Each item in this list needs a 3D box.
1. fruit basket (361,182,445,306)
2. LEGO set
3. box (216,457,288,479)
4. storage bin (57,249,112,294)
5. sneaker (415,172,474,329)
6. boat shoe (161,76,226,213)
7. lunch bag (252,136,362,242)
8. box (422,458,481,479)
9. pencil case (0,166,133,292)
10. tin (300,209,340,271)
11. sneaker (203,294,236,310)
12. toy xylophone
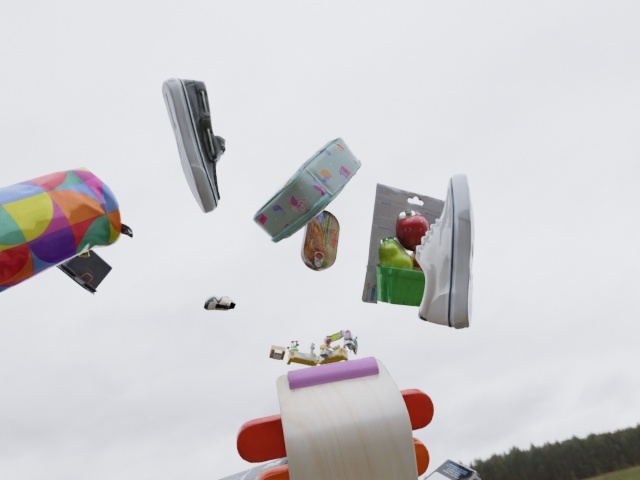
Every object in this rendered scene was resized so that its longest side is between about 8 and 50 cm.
[{"bbox_3d":[0.275,0.028,1.272,0.326,0.354,0.165,9,-10,-28],"label":"fruit basket"},{"bbox_3d":[-0.016,0.336,1.318,0.286,0.107,0.132,-10,-45,13],"label":"LEGO set"},{"bbox_3d":[-0.130,0.436,0.644,0.180,0.078,0.147,-30,-5,23],"label":"box"},{"bbox_3d":[-0.656,0.075,1.148,0.098,0.091,0.135,14,-33,37],"label":"storage bin"},{"bbox_3d":[0.203,0.012,0.676,0.091,0.259,0.094,1,-16,25],"label":"sneaker"},{"bbox_3d":[-0.292,-0.240,1.029,0.119,0.121,0.336,-18,-76,-26],"label":"boat shoe"},{"bbox_3d":[-0.030,-0.121,0.997,0.108,0.279,0.224,47,-46,-7],"label":"lunch bag"},{"bbox_3d":[0.182,0.546,0.703,0.289,0.169,0.087,-28,-2,-22],"label":"box"},{"bbox_3d":[-0.312,0.004,0.402,0.104,0.236,0.105,15,-61,29],"label":"pencil case"},{"bbox_3d":[0.000,0.000,1.209,0.106,0.190,0.040,16,-26,-15],"label":"tin"},{"bbox_3d":[-0.277,0.176,1.140,0.109,0.043,0.040,0,-68,-61],"label":"sneaker"},{"bbox_3d":[0.005,0.282,0.395,0.235,0.324,0.081,1,1,-10],"label":"toy xylophone"}]
